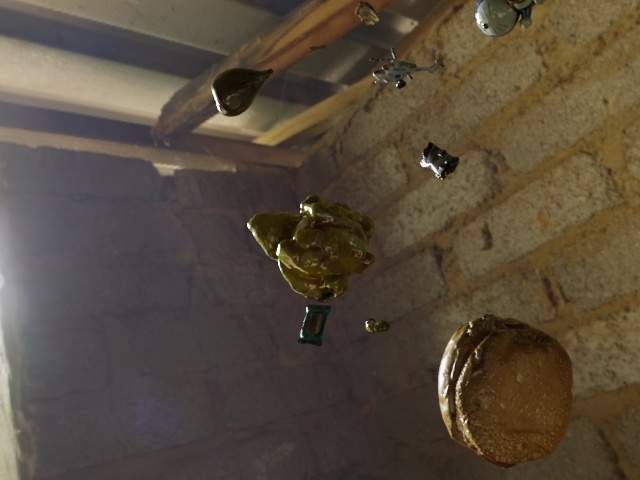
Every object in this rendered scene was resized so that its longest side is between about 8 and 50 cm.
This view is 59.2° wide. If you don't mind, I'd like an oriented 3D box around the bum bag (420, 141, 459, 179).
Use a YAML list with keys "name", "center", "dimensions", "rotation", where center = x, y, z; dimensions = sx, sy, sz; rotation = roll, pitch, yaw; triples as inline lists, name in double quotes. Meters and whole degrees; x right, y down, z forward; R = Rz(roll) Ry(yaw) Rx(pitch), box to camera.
- name: "bum bag"
  center: [0.383, -0.263, 1.853]
  dimensions: [0.049, 0.197, 0.087]
  rotation: [16, -70, -27]

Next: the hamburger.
- name: "hamburger"
  center: [0.399, 0.316, 1.226]
  dimensions: [0.290, 0.314, 0.170]
  rotation: [2, -2, -20]

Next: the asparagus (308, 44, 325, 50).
- name: "asparagus"
  center: [-0.008, -0.616, 1.801]
  dimensions: [0.114, 0.015, 0.014]
  rotation: [-37, -35, -55]

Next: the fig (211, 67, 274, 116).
- name: "fig"
  center: [-0.229, -0.444, 1.674]
  dimensions: [0.185, 0.133, 0.126]
  rotation: [-16, -23, -17]

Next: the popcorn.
- name: "popcorn"
  center: [-0.003, -0.009, 1.596]
  dimensions: [0.290, 0.325, 0.321]
  rotation: [-29, -63, 32]

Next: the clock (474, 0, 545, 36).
- name: "clock"
  center: [0.633, -0.790, 1.888]
  dimensions: [0.243, 0.199, 0.146]
  rotation: [-29, 11, 45]

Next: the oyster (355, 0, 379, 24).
- name: "oyster"
  center: [0.121, -0.596, 1.473]
  dimensions: [0.054, 0.019, 0.083]
  rotation: [-3, -18, 30]

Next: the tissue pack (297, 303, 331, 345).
- name: "tissue pack"
  center: [-0.019, 0.264, 1.768]
  dimensions: [0.085, 0.138, 0.028]
  rotation: [3, -30, 23]

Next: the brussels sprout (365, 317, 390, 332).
- name: "brussels sprout"
  center: [0.177, 0.270, 1.781]
  dimensions: [0.051, 0.046, 0.083]
  rotation: [-29, 10, -38]

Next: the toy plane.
- name: "toy plane"
  center: [0.326, -0.652, 2.149]
  dimensions: [0.273, 0.182, 0.107]
  rotation: [-24, -30, -30]
